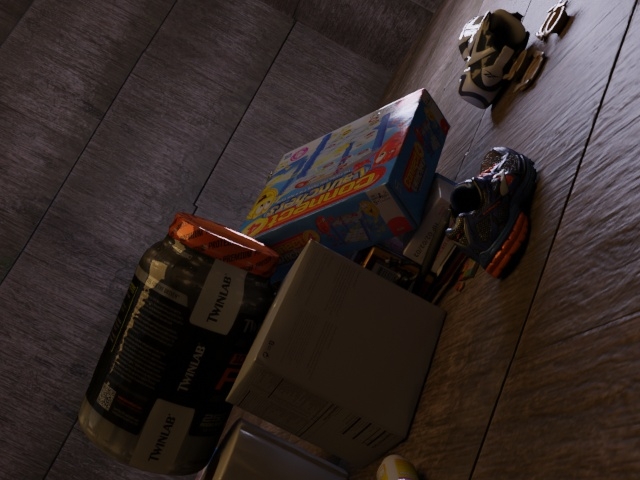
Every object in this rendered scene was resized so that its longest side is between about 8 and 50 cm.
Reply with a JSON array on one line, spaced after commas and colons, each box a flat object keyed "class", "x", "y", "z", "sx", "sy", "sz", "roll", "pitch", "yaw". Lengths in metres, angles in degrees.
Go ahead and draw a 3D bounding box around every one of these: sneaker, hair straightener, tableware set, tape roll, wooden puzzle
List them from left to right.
[{"class": "tape roll", "x": -0.093, "y": 0.389, "z": 1.162, "sx": 0.246, "sy": 0.169, "sz": 0.246, "roll": -62, "pitch": 5, "yaw": 10}, {"class": "hair straightener", "x": 0.128, "y": 0.045, "z": 1.165, "sx": 0.230, "sy": 0.089, "sz": 0.047, "roll": -62, "pitch": 3, "yaw": 38}, {"class": "wooden puzzle", "x": 0.195, "y": 0.027, "z": 1.093, "sx": 0.083, "sy": 0.006, "sz": 0.049, "roll": -63, "pitch": 5, "yaw": -14}, {"class": "sneaker", "x": 0.200, "y": -0.053, "z": 1.012, "sx": 0.083, "sy": 0.087, "sz": 0.221, "roll": -58, "pitch": 7, "yaw": 36}, {"class": "sneaker", "x": 0.308, "y": -0.355, "z": 1.480, "sx": 0.153, "sy": 0.094, "sz": 0.235, "roll": -55, "pitch": 9, "yaw": 46}, {"class": "tableware set", "x": 0.339, "y": -0.307, "z": 1.326, "sx": 0.169, "sy": 0.020, "sz": 0.141, "roll": -62, "pitch": 5, "yaw": 10}]

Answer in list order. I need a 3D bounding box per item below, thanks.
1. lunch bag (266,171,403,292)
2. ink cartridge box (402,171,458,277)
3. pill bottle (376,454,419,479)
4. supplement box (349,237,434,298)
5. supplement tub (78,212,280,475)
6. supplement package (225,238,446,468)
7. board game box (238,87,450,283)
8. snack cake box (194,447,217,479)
[{"class": "lunch bag", "x": 0.000, "y": 0.000, "z": 1.606, "sx": 0.169, "sy": 0.287, "sz": 0.235, "roll": -58, "pitch": 8, "yaw": 39}, {"class": "ink cartridge box", "x": 0.173, "y": -0.024, "z": 1.260, "sx": 0.104, "sy": 0.061, "sz": 0.181, "roll": -59, "pitch": 6, "yaw": 19}, {"class": "pill bottle", "x": 0.080, "y": 0.249, "z": 0.869, "sx": 0.043, "sy": 0.043, "sz": 0.083, "roll": -62, "pitch": 5, "yaw": 7}, {"class": "supplement box", "x": 0.105, "y": 0.047, "z": 1.330, "sx": 0.081, "sy": 0.104, "sz": 0.188, "roll": -62, "pitch": 5, "yaw": 11}, {"class": "supplement tub", "x": -0.196, "y": 0.144, "z": 1.225, "sx": 0.207, "sy": 0.207, "sz": 0.338, "roll": -110, "pitch": 43, "yaw": -83}, {"class": "supplement package", "x": 0.020, "y": 0.149, "z": 1.096, "sx": 0.194, "sy": 0.203, "sz": 0.149, "roll": -65, "pitch": 5, "yaw": -35}, {"class": "board game box", "x": 0.035, "y": -0.087, "z": 1.371, "sx": 0.308, "sy": 0.086, "sz": 0.302, "roll": -22, "pitch": 25, "yaw": 30}, {"class": "snack cake box", "x": -0.171, "y": 0.505, "z": 1.430, "sx": 0.089, "sy": 0.152, "sz": 0.264, "roll": -57, "pitch": 8, "yaw": 43}]
